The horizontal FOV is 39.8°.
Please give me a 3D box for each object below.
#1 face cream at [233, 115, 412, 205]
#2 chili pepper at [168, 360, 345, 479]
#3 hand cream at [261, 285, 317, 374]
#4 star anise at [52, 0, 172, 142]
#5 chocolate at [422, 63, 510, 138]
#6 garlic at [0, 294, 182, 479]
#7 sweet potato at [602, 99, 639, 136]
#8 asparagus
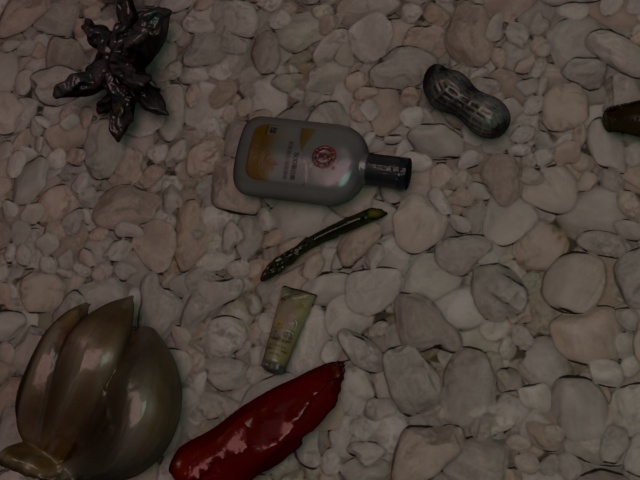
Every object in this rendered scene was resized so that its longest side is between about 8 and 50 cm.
[{"bbox_3d":[0.004,-0.125,1.462,0.291,0.071,0.144,10,77,15],"label":"face cream"},{"bbox_3d":[-0.115,0.309,1.349,0.387,0.110,0.110,-36,70,-5],"label":"chili pepper"},{"bbox_3d":[-0.054,0.144,1.417,0.061,0.039,0.143,12,72,18],"label":"hand cream"},{"bbox_3d":[-0.355,-0.319,1.581,0.212,0.129,0.283,-2,69,30],"label":"star anise"},{"bbox_3d":[0.235,-0.226,1.439,0.167,0.072,0.072,37,85,17],"label":"chocolate"},{"bbox_3d":[-0.356,0.251,1.408,0.279,0.132,0.325,29,87,10],"label":"garlic"},{"bbox_3d":[0.583,-0.199,1.355,0.285,0.085,0.112,-15,37,19],"label":"sweet potato"},{"bbox_3d":[0.000,0.001,1.449,0.236,0.027,0.034,-28,59,3],"label":"asparagus"}]
